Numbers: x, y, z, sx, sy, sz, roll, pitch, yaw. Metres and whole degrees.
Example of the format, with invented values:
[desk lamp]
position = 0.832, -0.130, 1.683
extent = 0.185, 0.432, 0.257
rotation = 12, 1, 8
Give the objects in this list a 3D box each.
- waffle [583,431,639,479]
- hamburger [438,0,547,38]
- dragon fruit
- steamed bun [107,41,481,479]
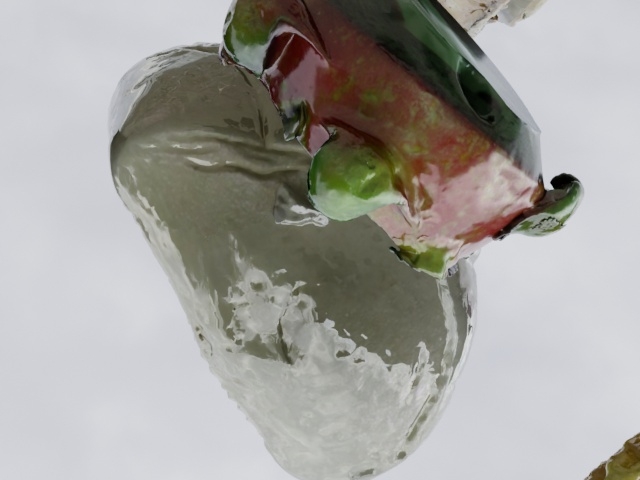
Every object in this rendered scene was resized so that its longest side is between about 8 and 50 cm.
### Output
[waffle]
position = 0.257, 0.168, 1.378
extent = 0.211, 0.160, 0.055
rotation = -27, -107, -42
[hamburger]
position = 0.115, -0.307, 1.679
extent = 0.259, 0.144, 0.283
rotation = 47, 168, -7
[dragon fruit]
position = 0.049, -0.091, 1.219
extent = 0.268, 0.130, 0.295
rotation = 44, -167, -14
[steamed bun]
position = 0.002, -0.005, 1.485
extent = 0.384, 0.236, 0.247
rotation = 59, -171, -20
